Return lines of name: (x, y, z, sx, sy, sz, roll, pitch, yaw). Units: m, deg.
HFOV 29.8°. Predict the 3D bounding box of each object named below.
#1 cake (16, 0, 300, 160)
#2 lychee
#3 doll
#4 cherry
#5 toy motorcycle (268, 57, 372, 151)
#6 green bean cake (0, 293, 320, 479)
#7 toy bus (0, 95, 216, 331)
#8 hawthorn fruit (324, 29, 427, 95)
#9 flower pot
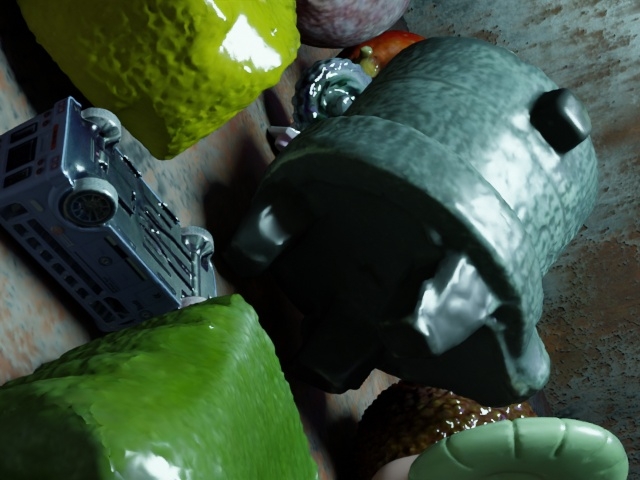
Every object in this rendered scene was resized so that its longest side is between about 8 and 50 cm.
cake: (-0.116, -0.187, 0.828, 0.179, 0.156, 0.260, 44, 21, -29)
lychee: (0.116, 0.212, 1.144, 0.194, 0.194, 0.194, -19, 90, -76)
doll: (0.123, 0.260, 0.898, 0.216, 0.268, 0.284, -94, 159, -53)
cherry: (0.005, -0.333, 1.384, 0.300, 0.203, 0.230, -65, 142, -59)
toy motorcycle: (0.067, -0.046, 1.343, 0.327, 0.143, 0.188, 42, 71, -32)
green bean cake: (-0.072, 0.152, 0.607, 0.248, 0.125, 0.222, -15, 84, -78)
toy bus: (-0.123, -0.002, 0.709, 0.073, 0.076, 0.167, -97, 160, -45)
hawthorn fruit: (0.091, -0.169, 1.501, 0.253, 0.205, 0.205, 53, 22, -48)
flower pot: (0.094, 0.004, 1.040, 0.283, 0.299, 0.299, -47, 123, -33)
